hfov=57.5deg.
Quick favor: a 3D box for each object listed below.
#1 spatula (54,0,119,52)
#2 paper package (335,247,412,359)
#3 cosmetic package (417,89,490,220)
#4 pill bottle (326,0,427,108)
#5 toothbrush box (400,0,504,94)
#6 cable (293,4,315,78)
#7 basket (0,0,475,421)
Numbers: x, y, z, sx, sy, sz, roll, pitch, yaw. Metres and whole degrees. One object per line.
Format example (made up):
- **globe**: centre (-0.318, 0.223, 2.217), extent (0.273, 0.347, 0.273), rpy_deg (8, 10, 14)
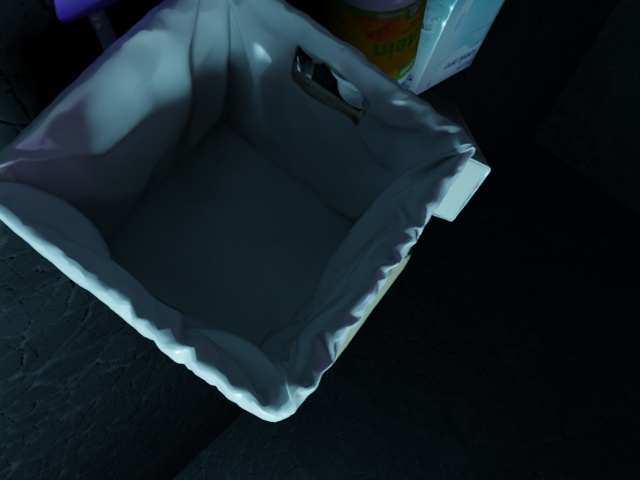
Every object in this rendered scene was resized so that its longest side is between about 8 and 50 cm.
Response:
- **spatula**: centre (-0.210, -0.178, 0.590), extent (0.084, 0.030, 0.296), rpy_deg (-38, 161, -28)
- **paper package**: centre (0.000, 0.000, 1.002), extent (0.324, 0.168, 0.309), rpy_deg (-91, -155, -50)
- **cosmetic package**: centre (0.201, -0.186, 1.137), extent (0.296, 0.153, 0.129), rpy_deg (-90, -155, -56)
- **pill bottle**: centre (0.076, -0.302, 0.842), extent (0.136, 0.136, 0.245), rpy_deg (-44, 163, -16)
- **toothbrush box**: centre (0.215, -0.413, 0.963), extent (0.216, 0.126, 0.295), rpy_deg (-36, 159, -38)
- **cable**: centre (-0.049, -0.229, 0.791), extent (0.150, 0.047, 0.184), rpy_deg (-61, 177, -13)
- **basket**: centre (-0.086, -0.029, 0.619), extent (0.331, 0.328, 0.266), rpy_deg (-52, 176, -21)
